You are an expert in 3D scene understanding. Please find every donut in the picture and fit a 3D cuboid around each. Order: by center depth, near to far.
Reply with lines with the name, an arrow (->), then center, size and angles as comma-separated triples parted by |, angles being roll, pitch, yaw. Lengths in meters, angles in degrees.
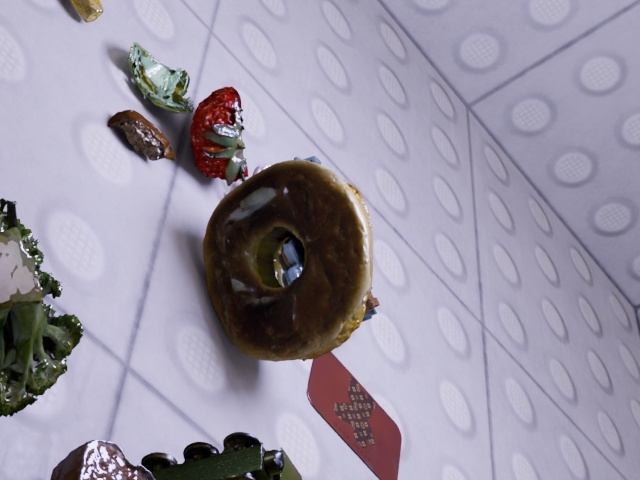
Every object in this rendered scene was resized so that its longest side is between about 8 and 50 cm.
donut -> -0.046, 0.038, 2.086 | 0.330, 0.330, 0.160 | 68, 14, 18

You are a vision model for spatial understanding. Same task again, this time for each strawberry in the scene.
strawberry -> -0.189, -0.211, 2.282 | 0.228, 0.098, 0.174 | -104, -169, -51

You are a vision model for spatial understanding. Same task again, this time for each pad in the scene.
pad -> 0.066, 0.319, 2.312 | 0.267, 0.004, 0.181 | 49, 27, -22

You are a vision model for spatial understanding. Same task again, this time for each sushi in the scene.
sushi -> -0.296, -0.174, 2.125 | 0.120, 0.052, 0.055 | 44, 29, -30

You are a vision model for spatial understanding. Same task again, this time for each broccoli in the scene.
broccoli -> -0.410, 0.059, 1.383 | 0.321, 0.283, 0.304 | -7, 78, -44

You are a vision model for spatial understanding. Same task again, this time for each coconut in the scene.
coconut -> -0.284, -0.281, 2.261 | 0.158, 0.055, 0.133 | 54, 21, 3

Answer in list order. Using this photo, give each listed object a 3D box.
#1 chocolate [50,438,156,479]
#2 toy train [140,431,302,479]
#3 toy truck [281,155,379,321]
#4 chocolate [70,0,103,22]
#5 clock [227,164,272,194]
chocolate -> -0.273, 0.356, 1.523 | 0.148, 0.093, 0.214 | 47, 28, -28
toy train -> -0.140, 0.332, 1.672 | 0.090, 0.225, 0.137 | -90, 158, -45
toy truck -> 0.000, 0.000, 2.404 | 0.338, 0.133, 0.184 | 67, 15, 10
chocolate -> -0.439, -0.478, 2.175 | 0.219, 0.085, 0.085 | 59, 24, -5
clock -> -0.120, -0.087, 2.316 | 0.087, 0.041, 0.129 | 30, 64, -17
